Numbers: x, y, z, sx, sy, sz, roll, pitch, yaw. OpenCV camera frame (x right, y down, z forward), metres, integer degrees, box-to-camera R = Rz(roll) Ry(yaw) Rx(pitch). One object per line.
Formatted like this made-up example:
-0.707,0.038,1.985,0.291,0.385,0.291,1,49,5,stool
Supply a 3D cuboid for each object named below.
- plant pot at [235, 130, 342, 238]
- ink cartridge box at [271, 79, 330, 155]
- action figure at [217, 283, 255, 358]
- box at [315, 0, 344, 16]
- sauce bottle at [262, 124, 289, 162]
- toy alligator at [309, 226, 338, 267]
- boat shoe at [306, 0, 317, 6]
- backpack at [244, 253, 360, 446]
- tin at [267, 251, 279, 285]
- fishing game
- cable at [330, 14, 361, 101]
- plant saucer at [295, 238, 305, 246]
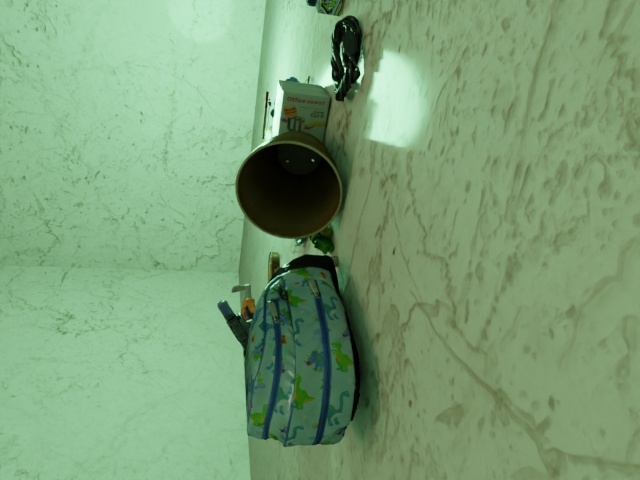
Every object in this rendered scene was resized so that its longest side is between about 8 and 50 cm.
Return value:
-0.063,-0.166,1.151,0.254,0.237,0.237,-84,4,-60,plant pot
-0.058,-0.330,1.290,0.127,0.128,0.176,-109,25,-57,ink cartridge box
-0.177,0.250,1.435,0.330,0.179,0.341,58,172,53,action figure
0.034,-0.628,1.123,0.054,0.059,0.168,-104,21,-46,box
-0.133,-0.324,1.643,0.344,0.112,0.111,-123,38,-64,sauce bottle
0.000,0.000,1.150,0.189,0.052,0.056,-106,23,-53,toy alligator
-0.032,-0.810,1.364,0.109,0.089,0.258,-159,72,-75,boat shoe
-0.041,0.233,0.941,0.355,0.274,0.290,57,137,47,backpack
-0.192,0.140,1.930,0.106,0.040,0.189,154,118,-70,tin
-0.093,-0.389,1.417,0.264,0.041,0.189,-43,-30,-55,fishing game
0.055,-0.401,1.048,0.150,0.047,0.184,109,157,-62,cable
-0.057,-0.041,1.454,0.119,0.021,0.119,-176,90,-76,plant saucer
